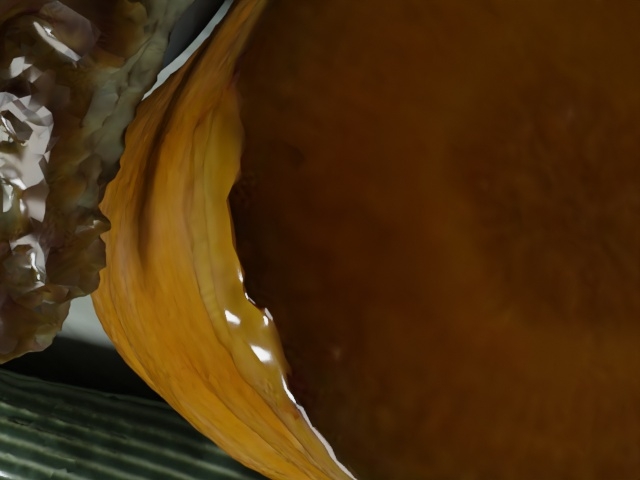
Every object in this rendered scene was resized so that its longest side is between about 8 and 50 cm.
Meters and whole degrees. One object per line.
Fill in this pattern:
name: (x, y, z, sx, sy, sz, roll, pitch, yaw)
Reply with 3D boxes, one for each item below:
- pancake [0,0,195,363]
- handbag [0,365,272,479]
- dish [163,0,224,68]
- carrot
pancake: (-0.121, -0.068, 0.359, 0.212, 0.056, 0.257, 18, 117, -16)
handbag: (-0.147, 0.197, 0.844, 0.340, 0.240, 0.247, 10, 156, 21)
dish: (-0.159, -0.090, 0.455, 0.273, 0.134, 0.273, 19, 153, 10)
carrot: (0.000, 0.000, 0.485, 0.159, 0.159, 0.225, 36, 159, -22)
